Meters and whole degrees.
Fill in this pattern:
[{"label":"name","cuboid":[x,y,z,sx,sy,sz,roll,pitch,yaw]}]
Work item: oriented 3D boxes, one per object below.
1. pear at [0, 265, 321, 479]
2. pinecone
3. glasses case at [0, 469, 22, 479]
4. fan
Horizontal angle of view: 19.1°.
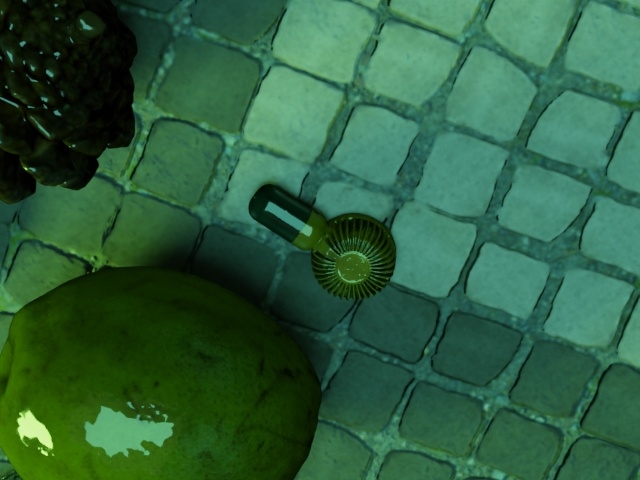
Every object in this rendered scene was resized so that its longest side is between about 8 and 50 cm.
[{"label":"pear","cuboid":[-0.152,0.153,1.770,0.307,0.253,0.253,22,113,-15]},{"label":"pinecone","cuboid":[-0.286,-0.139,1.658,0.309,0.244,0.244,-27,111,32]},{"label":"glasses case","cuboid":[-0.337,0.313,1.941,0.282,0.067,0.109,-30,104,18]},{"label":"fan","cuboid":[0.000,0.000,1.802,0.155,0.039,0.082,31,112,-10]}]
